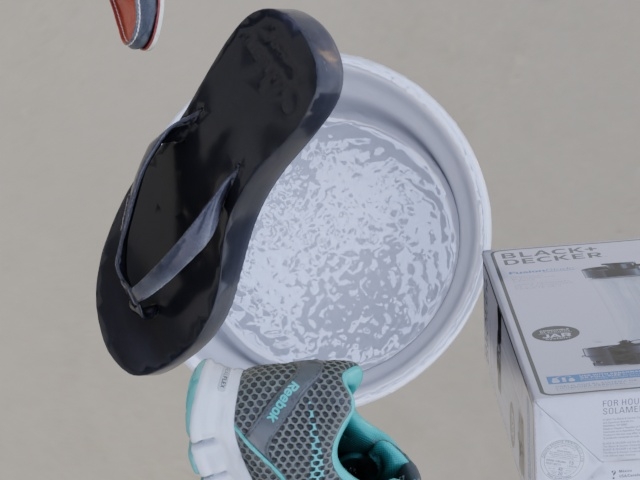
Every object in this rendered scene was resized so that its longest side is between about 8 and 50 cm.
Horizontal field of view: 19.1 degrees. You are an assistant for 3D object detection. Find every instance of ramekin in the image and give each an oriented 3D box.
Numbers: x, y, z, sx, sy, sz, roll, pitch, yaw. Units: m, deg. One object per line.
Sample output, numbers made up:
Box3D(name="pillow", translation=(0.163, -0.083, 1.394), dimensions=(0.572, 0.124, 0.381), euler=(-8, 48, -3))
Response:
Box3D(name="ramekin", translation=(0.000, 0.000, 1.501), dimensions=(0.277, 0.135, 0.277), euler=(-1, 83, 9))

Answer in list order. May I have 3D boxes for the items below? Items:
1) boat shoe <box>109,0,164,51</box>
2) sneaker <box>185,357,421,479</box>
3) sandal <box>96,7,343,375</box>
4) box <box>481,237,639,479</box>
Box3D(name="boat shoe", translation=(-0.137, -0.190, 1.265), dimensions=(0.043, 0.049, 0.137), euler=(-1, 73, -37))
Box3D(name="sneaker", translation=(0.008, 0.112, 0.760), dimensions=(0.076, 0.065, 0.166), euler=(-14, 125, 18))
Box3D(name="sandal", translation=(-0.077, -0.028, 1.107), dimensions=(0.054, 0.097, 0.254), euler=(-9, 135, -48))
Box3D(name="box", translation=(0.198, 0.082, 1.218), dimensions=(0.169, 0.290, 0.087), euler=(-4, 107, 1))
